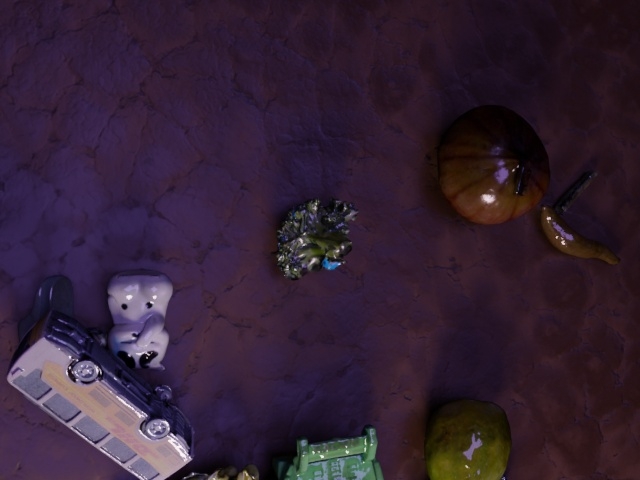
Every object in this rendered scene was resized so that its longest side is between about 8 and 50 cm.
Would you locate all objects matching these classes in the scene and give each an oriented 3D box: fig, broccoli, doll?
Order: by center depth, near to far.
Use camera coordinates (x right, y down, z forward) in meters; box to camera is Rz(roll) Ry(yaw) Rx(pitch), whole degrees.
[{"bbox_3d":[-0.312,0.136,1.415,0.110,0.107,0.180,2,85,-8],"label":"doll"},{"bbox_3d":[0.000,0.000,1.506,0.167,0.160,0.154,-14,119,-29],"label":"broccoli"},{"bbox_3d":[0.271,0.413,1.570,0.167,0.167,0.233,20,88,-16],"label":"fig"},{"bbox_3d":[0.345,-0.149,1.614,0.235,0.214,0.235,9,58,-14],"label":"fig"}]

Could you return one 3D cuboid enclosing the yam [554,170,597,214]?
[{"bbox_3d":[0.550,-0.106,1.768,0.027,0.033,0.129,40,69,16],"label":"yam"}]

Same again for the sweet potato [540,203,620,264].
[{"bbox_3d":[0.543,0.005,1.742,0.249,0.059,0.069,30,65,-19],"label":"sweet potato"}]

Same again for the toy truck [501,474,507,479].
[{"bbox_3d":[0.353,0.513,1.642,0.074,0.063,0.136,-32,99,2],"label":"toy truck"}]

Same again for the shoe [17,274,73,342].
[{"bbox_3d":[-0.470,0.151,1.391,0.078,0.079,0.195,11,96,24],"label":"shoe"}]

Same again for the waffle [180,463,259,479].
[{"bbox_3d":[-0.196,0.542,1.412,0.317,0.073,0.297,-16,88,8],"label":"waffle"}]

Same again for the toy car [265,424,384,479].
[{"bbox_3d":[0.022,0.505,1.468,0.213,0.176,0.358,-3,88,-18],"label":"toy car"}]

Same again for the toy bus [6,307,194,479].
[{"bbox_3d":[-0.350,0.260,1.347,0.138,0.097,0.342,-37,117,14],"label":"toy bus"}]
